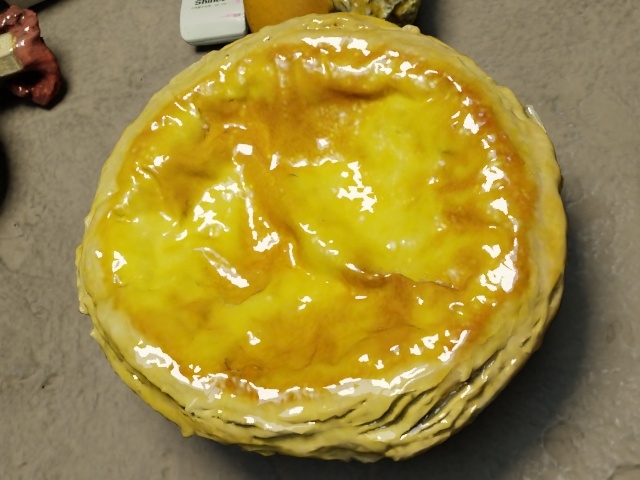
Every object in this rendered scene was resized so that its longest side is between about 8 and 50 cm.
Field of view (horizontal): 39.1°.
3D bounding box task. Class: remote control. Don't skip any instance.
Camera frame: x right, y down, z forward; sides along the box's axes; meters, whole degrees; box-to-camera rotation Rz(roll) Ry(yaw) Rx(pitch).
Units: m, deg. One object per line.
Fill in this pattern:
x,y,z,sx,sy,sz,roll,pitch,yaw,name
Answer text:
-0.088,-0.249,0.817,0.065,0.029,0.166,-5,62,16,remote control

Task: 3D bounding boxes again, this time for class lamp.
-0.340,-0.106,0.765,0.215,0.151,0.223,-11,63,8,lamp

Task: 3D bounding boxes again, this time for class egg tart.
0.001,0.000,0.625,0.341,0.132,0.341,-6,66,13,egg tart

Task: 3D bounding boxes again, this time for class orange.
0.007,-0.205,0.712,0.157,0.134,0.156,-7,77,29,orange

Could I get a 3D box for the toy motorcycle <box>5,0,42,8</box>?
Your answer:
-0.305,-0.333,0.861,0.326,0.148,0.221,-24,85,-1,toy motorcycle
